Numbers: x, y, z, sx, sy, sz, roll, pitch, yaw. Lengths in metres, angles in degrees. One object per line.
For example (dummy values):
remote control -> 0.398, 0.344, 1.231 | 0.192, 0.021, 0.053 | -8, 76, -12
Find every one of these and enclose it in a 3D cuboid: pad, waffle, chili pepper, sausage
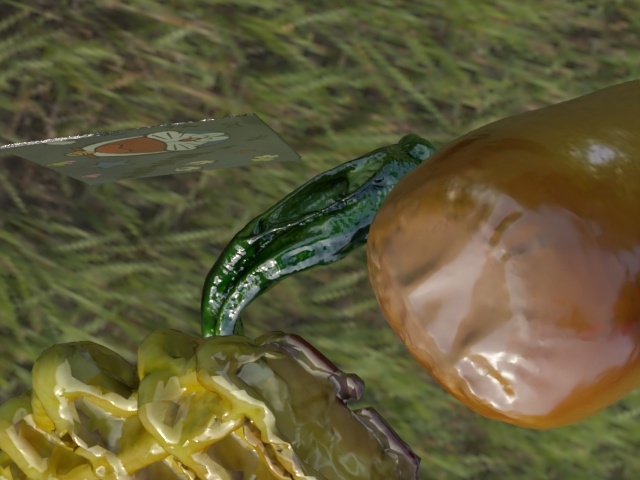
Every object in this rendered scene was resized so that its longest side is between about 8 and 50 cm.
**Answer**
pad -> -0.107, -0.060, 1.202 | 0.245, 0.170, 0.006 | 35, 48, -83
waffle -> -0.016, 0.152, 0.749 | 0.309, 0.283, 0.065 | 97, 13, -46
chili pepper -> -0.003, 0.000, 1.037 | 0.182, 0.050, 0.073 | -36, 163, -1
sausage -> 0.108, -0.004, 0.639 | 0.274, 0.105, 0.105 | -18, 121, -58
